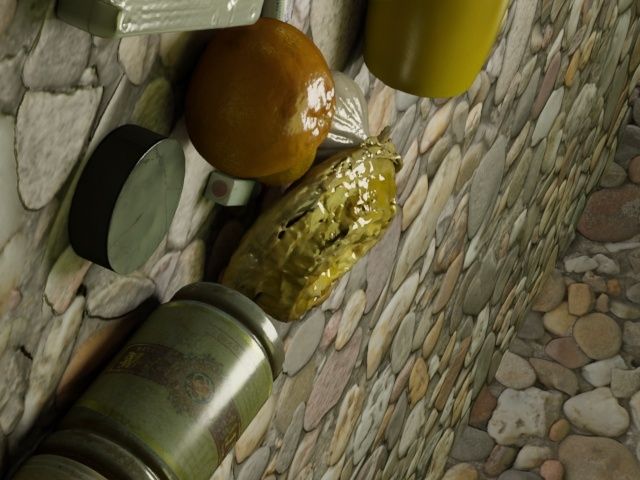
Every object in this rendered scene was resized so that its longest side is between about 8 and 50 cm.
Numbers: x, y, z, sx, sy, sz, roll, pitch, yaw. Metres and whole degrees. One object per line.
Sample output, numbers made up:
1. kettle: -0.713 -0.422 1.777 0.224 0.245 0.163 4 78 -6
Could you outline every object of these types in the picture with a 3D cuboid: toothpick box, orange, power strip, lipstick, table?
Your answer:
1. toothpick box: 0.143 -0.303 1.839 0.175 0.175 0.271 -45 155 -51
2. orange: -0.055 -0.135 1.509 0.159 0.136 0.159 19 90 -74
3. power strip: -0.117 -0.229 1.339 0.338 0.058 0.098 -23 132 -66
4. lipstick: -0.084 -0.056 1.691 0.129 0.030 0.030 -7 118 -70
5. table: -0.174 -0.038 1.424 0.133 0.043 0.133 -56 160 -34
6. orange: -0.045 -0.106 1.664 0.085 0.085 0.095 -22 121 -67

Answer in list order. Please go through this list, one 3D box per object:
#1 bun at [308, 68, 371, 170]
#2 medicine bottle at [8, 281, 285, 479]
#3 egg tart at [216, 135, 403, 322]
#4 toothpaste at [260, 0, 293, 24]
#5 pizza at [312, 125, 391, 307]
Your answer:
1. bun: 0.015 -0.125 1.808 0.138 0.094 0.138 -51 154 -36
2. medicine bottle: -0.169 0.190 1.534 0.322 0.151 0.151 -52 157 -41
3. egg tart: 0.000 0.000 1.784 0.279 0.095 0.279 -40 167 -12
4. toothpaste: -0.040 -0.260 1.582 0.052 0.033 0.218 -43 148 -56
5. pizza: 0.029 -0.039 2.047 0.262 0.034 0.181 -62 163 -15
